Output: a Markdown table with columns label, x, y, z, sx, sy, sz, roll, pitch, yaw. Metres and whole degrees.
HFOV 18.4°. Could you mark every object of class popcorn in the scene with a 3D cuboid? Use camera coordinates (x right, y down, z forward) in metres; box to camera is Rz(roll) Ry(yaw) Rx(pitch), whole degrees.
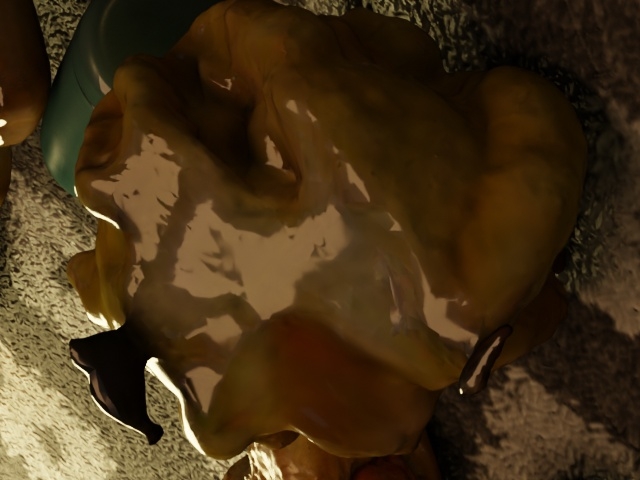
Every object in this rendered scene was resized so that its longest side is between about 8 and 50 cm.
| label | x | y | z | sx | sy | sz | roll | pitch | yaw |
| --- | --- | --- | --- | --- | --- | --- | --- | --- | --- |
| popcorn | 0.000 | 0.000 | 1.211 | 0.316 | 0.281 | 0.297 | 17 | 118 | 3 |

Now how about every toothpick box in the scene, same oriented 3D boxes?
| label | x | y | z | sx | sy | sz | roll | pitch | yaw |
| --- | --- | --- | --- | --- | --- | --- | --- | --- | --- |
| toothpick box | -0.131 | -0.099 | 1.393 | 0.120 | 0.120 | 0.184 | 53 | 150 | 5 |

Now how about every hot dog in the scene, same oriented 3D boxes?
| label | x | y | z | sx | sy | sz | roll | pitch | yaw |
| --- | --- | --- | --- | --- | --- | --- | --- | --- | --- |
| hot dog | 0.007 | 0.216 | 1.471 | 0.153 | 0.150 | 0.256 | 57 | 148 | 17 |

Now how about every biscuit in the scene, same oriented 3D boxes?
| label | x | y | z | sx | sy | sz | roll | pitch | yaw |
| --- | --- | --- | --- | --- | --- | --- | --- | --- | --- |
| biscuit | -0.270 | -0.174 | 1.472 | 0.237 | 0.062 | 0.290 | 126 | 133 | -56 |
